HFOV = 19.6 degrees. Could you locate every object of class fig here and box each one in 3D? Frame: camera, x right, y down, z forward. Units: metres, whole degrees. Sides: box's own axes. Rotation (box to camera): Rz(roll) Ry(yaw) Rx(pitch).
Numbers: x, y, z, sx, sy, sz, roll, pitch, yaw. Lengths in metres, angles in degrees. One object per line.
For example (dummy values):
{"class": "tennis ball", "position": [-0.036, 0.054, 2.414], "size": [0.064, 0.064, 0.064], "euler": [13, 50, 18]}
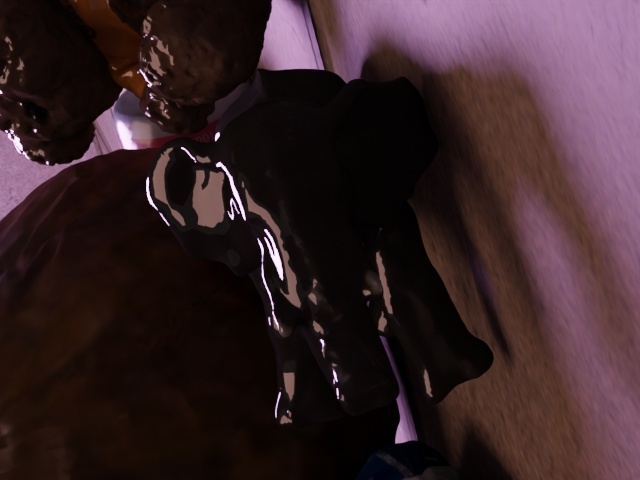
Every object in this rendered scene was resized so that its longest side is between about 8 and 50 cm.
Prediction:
{"class": "fig", "position": [-0.155, 0.109, 0.992], "size": [0.286, 0.368, 0.286], "euler": [30, 127, 50]}

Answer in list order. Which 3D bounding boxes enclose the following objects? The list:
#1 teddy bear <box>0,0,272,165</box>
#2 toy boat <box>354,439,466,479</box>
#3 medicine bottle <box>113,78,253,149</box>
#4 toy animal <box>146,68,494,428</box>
{"class": "teddy bear", "position": [-0.119, -0.127, 0.966], "size": [0.177, 0.190, 0.140], "euler": [56, -157, -8]}
{"class": "toy boat", "position": [0.090, 0.213, 0.860], "size": [0.291, 0.070, 0.210], "euler": [53, 166, 51]}
{"class": "medicine bottle", "position": [-0.058, -0.001, 1.172], "size": [0.090, 0.090, 0.217], "euler": [-130, 20, -65]}
{"class": "toy animal", "position": [-0.005, 0.002, 0.773], "size": [0.245, 0.114, 0.146], "euler": [-142, 32, -73]}
